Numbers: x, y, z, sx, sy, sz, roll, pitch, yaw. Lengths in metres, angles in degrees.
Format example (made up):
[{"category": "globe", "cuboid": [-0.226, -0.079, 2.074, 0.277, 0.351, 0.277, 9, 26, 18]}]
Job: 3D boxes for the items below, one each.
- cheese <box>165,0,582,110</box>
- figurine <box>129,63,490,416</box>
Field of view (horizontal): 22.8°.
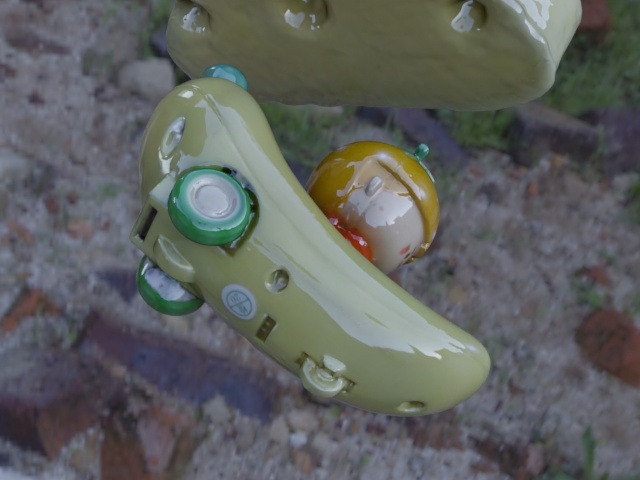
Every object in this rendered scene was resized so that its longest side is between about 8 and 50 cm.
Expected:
[{"category": "cheese", "cuboid": [0.005, -0.270, 1.345, 0.384, 0.384, 0.104, 24, 54, 7]}, {"category": "figurine", "cuboid": [0.000, 0.000, 1.200, 0.324, 0.124, 0.222, 39, 50, 6]}]
